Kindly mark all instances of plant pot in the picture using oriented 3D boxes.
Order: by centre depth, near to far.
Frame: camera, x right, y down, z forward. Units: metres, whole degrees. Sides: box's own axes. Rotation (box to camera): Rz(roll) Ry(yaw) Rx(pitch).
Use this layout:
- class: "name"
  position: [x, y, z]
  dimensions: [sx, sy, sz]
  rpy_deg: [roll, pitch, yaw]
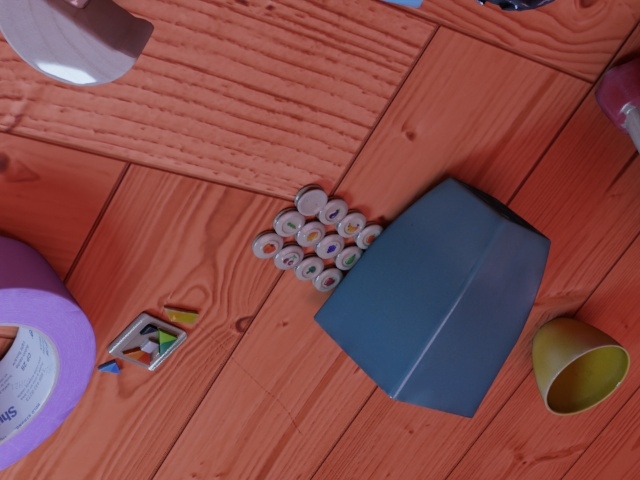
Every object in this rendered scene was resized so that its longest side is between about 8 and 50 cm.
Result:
- class: "plant pot"
  position: [0.147, 0.057, 1.413]
  dimensions: [0.166, 0.165, 0.234]
  rpy_deg: [19, 107, -46]
- class: "plant pot"
  position: [0.347, 0.163, 1.672]
  dimensions: [0.134, 0.095, 0.134]
  rpy_deg: [-16, 135, -17]

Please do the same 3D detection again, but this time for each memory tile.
- class: "memory tile"
  position: [0.000, 0.000, 1.389]
  dimensions: [0.113, 0.012, 0.148]
  rpy_deg: [-46, 135, 14]

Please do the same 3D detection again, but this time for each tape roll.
- class: "tape roll"
  position: [-0.368, 0.128, 1.205]
  dimensions: [0.275, 0.090, 0.275]
  rpy_deg: [-25, 141, -22]

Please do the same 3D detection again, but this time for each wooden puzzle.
- class: "wooden puzzle"
  position: [-0.198, 0.118, 1.385]
  dimensions: [0.078, 0.014, 0.116]
  rpy_deg: [24, 115, -41]

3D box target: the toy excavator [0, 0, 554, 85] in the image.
- class: "toy excavator"
  position: [-0.014, -0.299, 0.940]
  dimensions: [0.445, 0.222, 0.433]
  rpy_deg: [14, 121, -1]

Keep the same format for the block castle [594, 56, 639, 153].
- class: "block castle"
  position: [0.583, -0.194, 1.403]
  dimensions: [0.453, 0.213, 0.303]
  rpy_deg: [9, 136, -27]
